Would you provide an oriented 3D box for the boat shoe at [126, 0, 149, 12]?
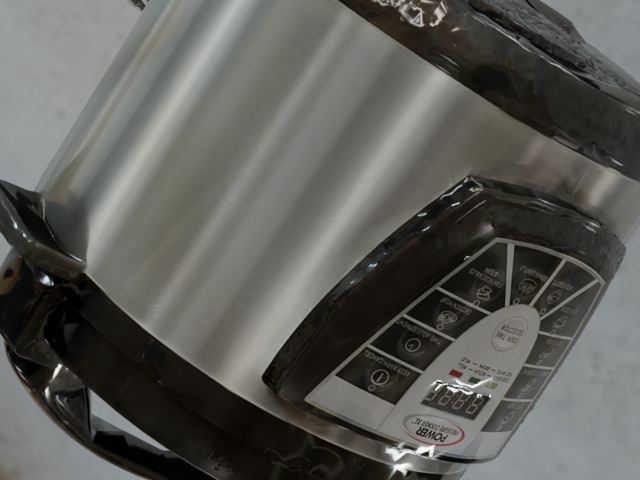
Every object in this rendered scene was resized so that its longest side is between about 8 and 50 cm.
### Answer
[{"bbox_3d":[-0.119,-0.251,1.795,0.335,0.121,0.119,46,164,-12],"label":"boat shoe"}]

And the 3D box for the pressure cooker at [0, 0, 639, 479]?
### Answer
[{"bbox_3d":[-0.001,-0.002,1.310,0.370,0.420,0.375,35,-167,5],"label":"pressure cooker"}]
